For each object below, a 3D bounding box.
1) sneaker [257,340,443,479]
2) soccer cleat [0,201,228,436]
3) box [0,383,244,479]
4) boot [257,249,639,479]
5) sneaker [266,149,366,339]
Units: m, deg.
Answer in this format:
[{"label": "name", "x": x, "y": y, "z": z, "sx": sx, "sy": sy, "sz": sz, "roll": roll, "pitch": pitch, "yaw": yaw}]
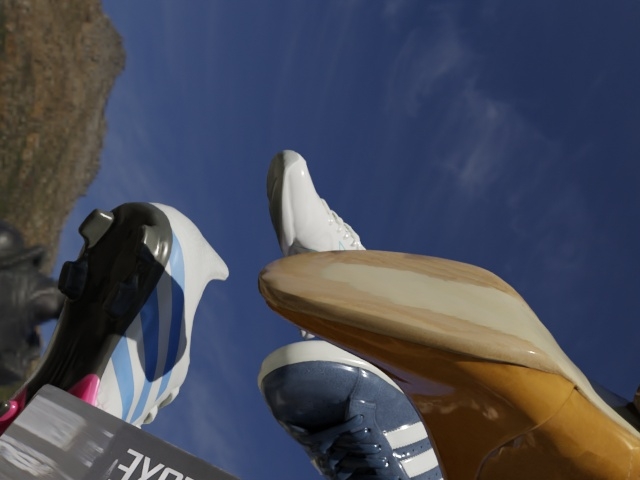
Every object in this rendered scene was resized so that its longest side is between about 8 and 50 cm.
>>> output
[{"label": "sneaker", "x": 0.059, "y": 0.240, "z": 0.831, "sx": 0.131, "sy": 0.350, "sz": 0.148, "roll": -24, "pitch": -146, "yaw": 26}, {"label": "soccer cleat", "x": -0.174, "y": 0.131, "z": 0.681, "sx": 0.116, "sy": 0.143, "sz": 0.331, "roll": 22, "pitch": -100, "yaw": 34}, {"label": "box", "x": -0.091, "y": 0.250, "z": 0.520, "sx": 0.242, "sy": 0.076, "sz": 0.307, "roll": 25, "pitch": -50, "yaw": 4}, {"label": "boot", "x": 0.093, "y": 0.130, "z": 0.497, "sx": 0.104, "sy": 0.295, "sz": 0.211, "roll": -79, "pitch": -178, "yaw": -68}, {"label": "sneaker", "x": 0.000, "y": 0.000, "z": 0.588, "sx": 0.053, "sy": 0.061, "sz": 0.152, "roll": -107, "pitch": -176, "yaw": -50}]
